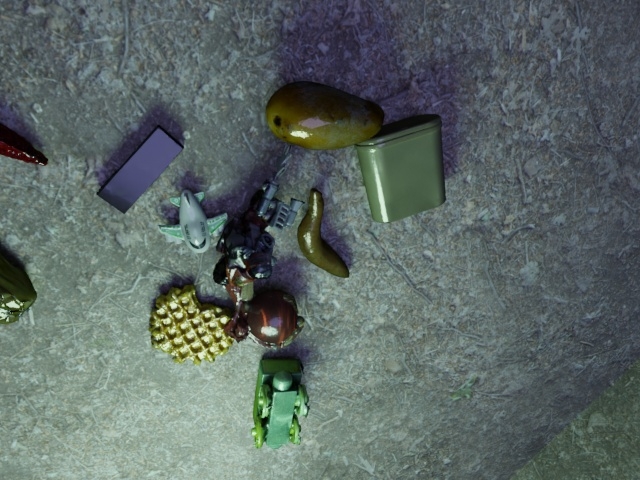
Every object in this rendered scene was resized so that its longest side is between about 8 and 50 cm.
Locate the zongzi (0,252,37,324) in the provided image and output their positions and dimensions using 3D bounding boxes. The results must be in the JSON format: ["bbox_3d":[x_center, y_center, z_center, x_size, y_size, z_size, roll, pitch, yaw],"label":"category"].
[{"bbox_3d":[-0.759,0.040,0.918,0.251,0.125,0.274,29,94,-22],"label":"zongzi"}]

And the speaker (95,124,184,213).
[{"bbox_3d":[-0.434,-0.172,0.969,0.082,0.044,0.218,41,95,-25],"label":"speaker"}]

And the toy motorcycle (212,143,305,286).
[{"bbox_3d":[-0.144,-0.041,1.008,0.134,0.207,0.401,28,93,-39],"label":"toy motorcycle"}]

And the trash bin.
[{"bbox_3d":[0.230,-0.198,1.110,0.243,0.121,0.247,-20,118,-8],"label":"trash bin"}]

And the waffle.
[{"bbox_3d":[-0.354,0.244,1.143,0.253,0.056,0.249,9,108,-17],"label":"waffle"}]

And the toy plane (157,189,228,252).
[{"bbox_3d":[-0.325,-0.046,1.029,0.174,0.080,0.174,-6,114,-14],"label":"toy plane"}]

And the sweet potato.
[{"bbox_3d":[-0.007,0.000,1.117,0.108,0.079,0.346,-23,133,-2],"label":"sweet potato"}]

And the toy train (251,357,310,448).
[{"bbox_3d":[-0.131,0.501,1.231,0.159,0.188,0.271,4,111,-17],"label":"toy train"}]

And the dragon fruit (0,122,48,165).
[{"bbox_3d":[-0.679,-0.197,0.881,0.063,0.097,0.131,-48,134,9],"label":"dragon fruit"}]

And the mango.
[{"bbox_3d":[0.022,-0.299,0.976,0.316,0.193,0.146,-4,132,-27],"label":"mango"}]

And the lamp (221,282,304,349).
[{"bbox_3d":[-0.150,0.196,1.119,0.223,0.151,0.215,7,79,-36],"label":"lamp"}]
